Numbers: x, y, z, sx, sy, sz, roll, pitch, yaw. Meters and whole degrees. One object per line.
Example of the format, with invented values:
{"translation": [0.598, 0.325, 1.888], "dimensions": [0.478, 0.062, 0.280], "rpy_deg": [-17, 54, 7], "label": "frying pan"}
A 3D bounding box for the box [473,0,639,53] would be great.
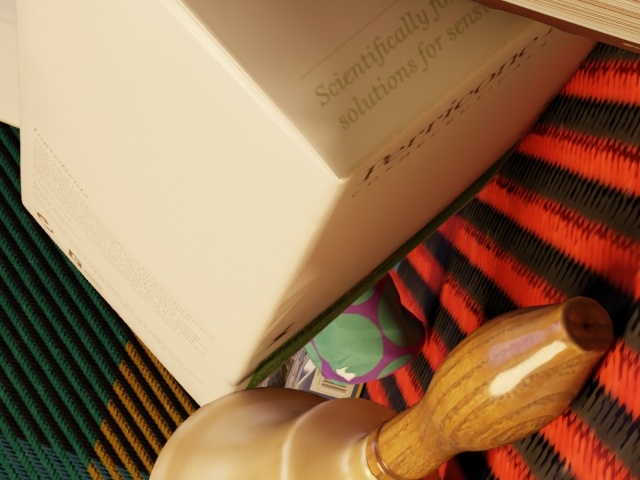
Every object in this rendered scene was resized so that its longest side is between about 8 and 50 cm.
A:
{"translation": [0.068, -0.157, 0.404], "dimensions": [0.168, 0.167, 0.203], "rpy_deg": [-127, 53, -85], "label": "box"}

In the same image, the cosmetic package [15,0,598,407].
{"translation": [-0.004, -0.076, 0.683], "dimensions": [0.197, 0.155, 0.365], "rpy_deg": [-40, -6, -16], "label": "cosmetic package"}

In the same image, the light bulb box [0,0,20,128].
{"translation": [-0.084, -0.234, 1.178], "dimensions": [0.225, 0.358, 0.361], "rpy_deg": [-15, -56, -70], "label": "light bulb box"}

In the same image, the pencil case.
{"translation": [0.000, 0.000, 0.916], "dimensions": [0.064, 0.151, 0.070], "rpy_deg": [-11, 21, 40], "label": "pencil case"}

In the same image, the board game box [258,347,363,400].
{"translation": [-0.012, 0.104, 1.246], "dimensions": [0.194, 0.060, 0.194], "rpy_deg": [-85, 12, -67], "label": "board game box"}

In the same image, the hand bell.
{"translation": [0.034, 0.076, 0.630], "dimensions": [0.242, 0.126, 0.126], "rpy_deg": [-43, 28, 56], "label": "hand bell"}
